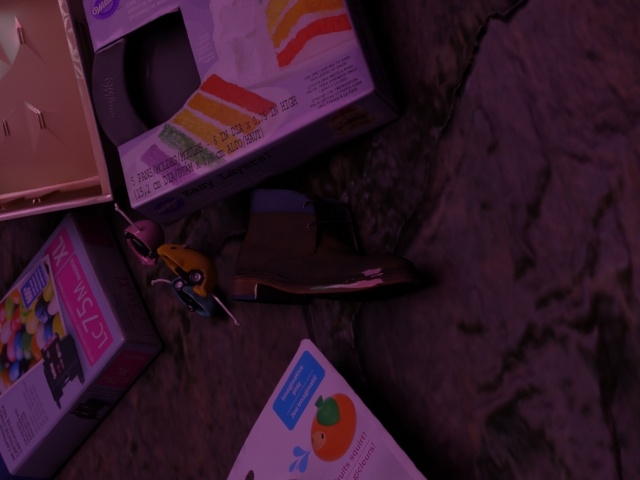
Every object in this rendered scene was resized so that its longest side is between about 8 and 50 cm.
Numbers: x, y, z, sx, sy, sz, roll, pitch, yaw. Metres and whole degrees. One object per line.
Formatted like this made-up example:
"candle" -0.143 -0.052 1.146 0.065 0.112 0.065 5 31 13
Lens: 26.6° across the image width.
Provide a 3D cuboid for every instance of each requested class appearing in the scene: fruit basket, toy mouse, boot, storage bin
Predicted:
"fruit basket" -0.016 0.298 1.068 0.353 0.165 0.327 44 111 44
"toy mouse" -0.139 0.024 1.300 0.031 0.161 0.143 -47 4 -18
"boot" 0.000 0.000 1.177 0.219 0.082 0.106 -5 80 46
"storage bin" -0.348 -0.152 1.381 0.262 0.123 0.260 -11 99 9

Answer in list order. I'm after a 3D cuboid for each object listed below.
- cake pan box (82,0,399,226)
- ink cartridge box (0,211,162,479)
"cake pan box" -0.085 -0.172 1.253 0.267 0.070 0.245 -23 64 18
"ink cartridge box" -0.303 0.141 1.458 0.311 0.065 0.186 -50 50 27
